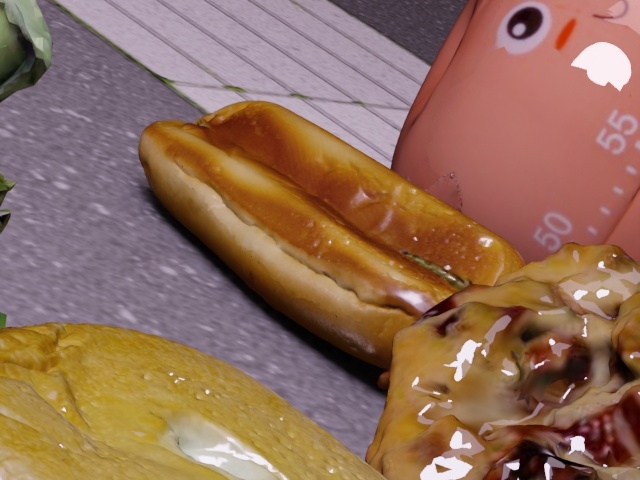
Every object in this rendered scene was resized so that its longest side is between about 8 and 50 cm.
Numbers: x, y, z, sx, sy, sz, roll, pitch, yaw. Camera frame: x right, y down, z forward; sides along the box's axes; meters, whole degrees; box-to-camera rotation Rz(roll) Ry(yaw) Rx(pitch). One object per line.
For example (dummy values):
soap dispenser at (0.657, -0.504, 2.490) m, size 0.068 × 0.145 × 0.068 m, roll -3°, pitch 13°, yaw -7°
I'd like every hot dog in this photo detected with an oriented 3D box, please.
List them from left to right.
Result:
hot dog at (0.000, 0.000, 0.933) m, size 0.100 × 0.068 × 0.249 m, roll -18°, pitch 35°, yaw -33°

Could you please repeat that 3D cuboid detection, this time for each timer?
timer at (0.153, -0.046, 0.997) m, size 0.214 × 0.230 × 0.229 m, roll 26°, pitch 18°, yaw 3°

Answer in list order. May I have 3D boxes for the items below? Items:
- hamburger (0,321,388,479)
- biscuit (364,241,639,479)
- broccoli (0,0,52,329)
hamburger at (-0.034, 0.116, 0.478) m, size 0.189 × 0.122 × 0.215 m, roll 33°, pitch 15°, yaw 9°
biscuit at (0.163, 0.115, 0.612) m, size 0.289 × 0.081 × 0.334 m, roll -11°, pitch 48°, yaw -26°
broccoli at (-0.160, -0.023, 0.586) m, size 0.220 × 0.194 × 0.194 m, roll 59°, pitch 27°, yaw 10°
